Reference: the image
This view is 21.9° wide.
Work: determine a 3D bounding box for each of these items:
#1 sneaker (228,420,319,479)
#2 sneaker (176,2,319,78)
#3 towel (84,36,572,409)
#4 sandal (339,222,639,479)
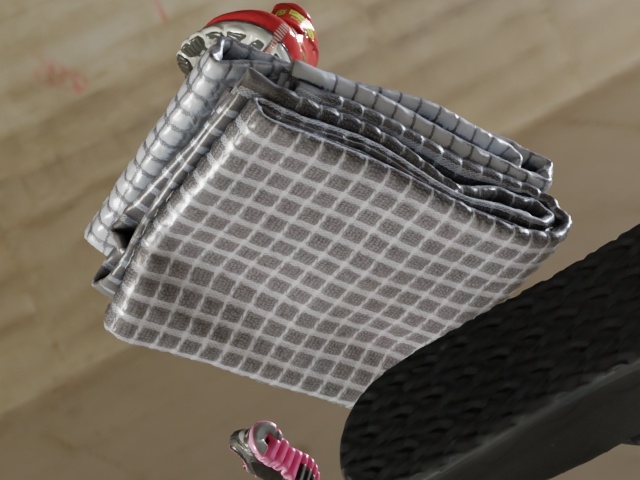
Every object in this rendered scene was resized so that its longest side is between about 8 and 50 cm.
[{"bbox_3d":[-0.046,0.223,1.626,0.057,0.119,0.047,-14,-145,37],"label":"sneaker"},{"bbox_3d":[-0.051,-0.161,1.432,0.118,0.107,0.279,-57,180,-10],"label":"sneaker"},{"bbox_3d":[0.000,0.000,1.174,0.235,0.283,0.121,-49,-146,37],"label":"towel"},{"bbox_3d":[0.220,0.060,0.955,0.445,0.107,0.167,-27,-152,24],"label":"sandal"}]
